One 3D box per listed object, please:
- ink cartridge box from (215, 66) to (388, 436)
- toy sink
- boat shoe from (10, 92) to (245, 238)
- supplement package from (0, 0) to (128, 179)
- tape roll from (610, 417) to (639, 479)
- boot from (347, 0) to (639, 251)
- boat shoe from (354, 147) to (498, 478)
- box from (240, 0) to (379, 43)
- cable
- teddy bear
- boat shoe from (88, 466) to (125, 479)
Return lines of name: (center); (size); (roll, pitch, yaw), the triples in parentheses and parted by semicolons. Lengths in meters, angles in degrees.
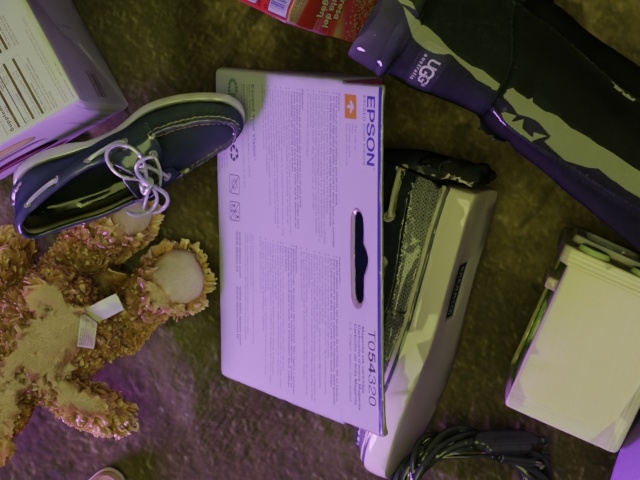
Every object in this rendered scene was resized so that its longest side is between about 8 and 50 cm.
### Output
ink cartridge box: (0.000, 0.000, 1.843); (0.071, 0.330, 0.324); (-5, 100, -31)
toy sink: (0.281, 0.067, 1.899); (0.131, 0.153, 0.234); (24, 101, 2)
boat shoe: (-0.191, -0.071, 1.883); (0.255, 0.079, 0.095); (-17, 136, 10)
supplement package: (-0.331, -0.149, 1.897); (0.203, 0.194, 0.149); (-29, 88, 9)
tape roll: (0.411, 0.278, 1.868); (0.275, 0.090, 0.274); (8, 76, -33)
boot: (0.277, -0.151, 1.784); (0.445, 0.367, 0.146); (32, 133, 0)
boat shoe: (0.060, 0.061, 1.949); (0.158, 0.127, 0.340); (21, 101, 20)
box: (0.016, -0.333, 1.857); (0.128, 0.123, 0.256); (30, 103, 45)
cable: (0.152, 0.263, 1.975); (0.185, 0.047, 0.150); (-1, 114, -19)
teddy bear: (-0.269, 0.089, 1.988); (0.245, 0.113, 0.338); (31, 92, -6)
boat shoe: (-0.252, 0.305, 2.036); (0.050, 0.045, 0.135); (30, 100, 0)
